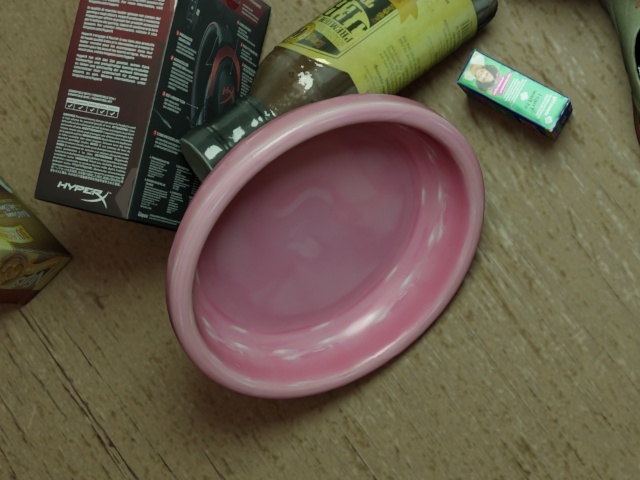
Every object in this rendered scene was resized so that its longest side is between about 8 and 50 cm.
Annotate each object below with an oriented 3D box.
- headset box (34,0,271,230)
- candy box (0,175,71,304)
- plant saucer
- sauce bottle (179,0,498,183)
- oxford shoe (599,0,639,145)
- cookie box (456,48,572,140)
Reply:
[{"bbox_3d":[-0.157,-0.160,1.251,0.110,0.218,0.293,13,90,19],"label":"headset box"},{"bbox_3d":[-0.426,-0.071,1.322,0.087,0.183,0.316,-45,79,7],"label":"candy box"},{"bbox_3d":[0.000,0.000,1.190,0.332,0.332,0.084,-45,44,6],"label":"plant saucer"},{"bbox_3d":[0.018,-0.168,1.215,0.344,0.111,0.111,-38,79,-17],"label":"sauce bottle"},{"bbox_3d":[0.334,-0.239,1.200,0.123,0.130,0.348,-17,83,10],"label":"oxford shoe"},{"bbox_3d":[0.196,-0.144,1.243,0.107,0.092,0.040,29,95,12],"label":"cookie box"}]
